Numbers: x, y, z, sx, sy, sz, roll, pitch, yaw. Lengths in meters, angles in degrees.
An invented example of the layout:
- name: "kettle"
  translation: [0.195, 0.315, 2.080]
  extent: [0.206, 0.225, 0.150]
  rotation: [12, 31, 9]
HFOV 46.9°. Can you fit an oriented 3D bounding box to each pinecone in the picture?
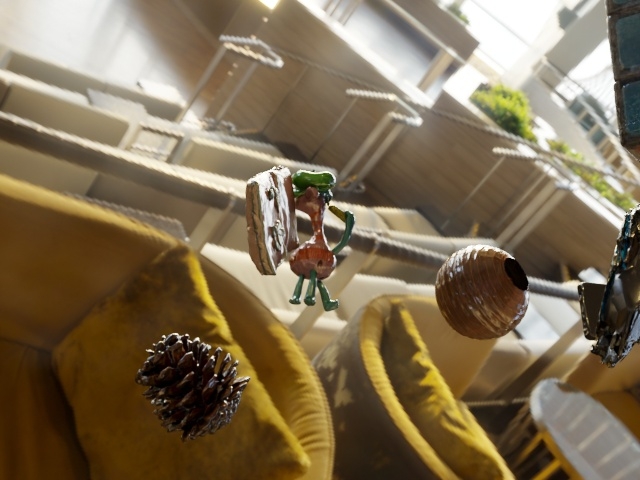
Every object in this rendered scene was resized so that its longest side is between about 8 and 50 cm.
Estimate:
- name: "pinecone"
  translation: [-0.098, 0.109, 0.560]
  extent: [0.083, 0.077, 0.077]
  rotation: [48, 23, -9]

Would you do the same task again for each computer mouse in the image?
- name: "computer mouse"
  translation: [0.375, 0.050, 0.863]
  extent: [0.077, 0.147, 0.242]
  rotation: [13, 50, 23]

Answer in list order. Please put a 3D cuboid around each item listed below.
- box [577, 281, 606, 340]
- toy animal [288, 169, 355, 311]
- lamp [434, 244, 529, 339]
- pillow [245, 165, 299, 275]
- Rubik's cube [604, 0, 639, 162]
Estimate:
- name: "box"
  translation: [0.596, 0.150, 1.524]
  extent: [0.125, 0.027, 0.126]
  rotation: [7, 62, -10]
- name: "toy animal"
  translation: [0.000, 0.000, 1.100]
  extent: [0.100, 0.103, 0.208]
  rotation: [54, 37, -74]
- name: "lamp"
  translation: [0.229, 0.074, 1.050]
  extent: [0.136, 0.136, 0.136]
  rotation: [31, 26, -16]
- name: "pillow"
  translation: [-0.062, -0.032, 0.982]
  extent: [0.043, 0.126, 0.232]
  rotation: [-3, 9, 8]
- name: "Rubik's cube"
  translation: [0.604, -0.269, 1.069]
  extent: [0.303, 0.305, 0.301]
  rotation: [13, 70, -55]
